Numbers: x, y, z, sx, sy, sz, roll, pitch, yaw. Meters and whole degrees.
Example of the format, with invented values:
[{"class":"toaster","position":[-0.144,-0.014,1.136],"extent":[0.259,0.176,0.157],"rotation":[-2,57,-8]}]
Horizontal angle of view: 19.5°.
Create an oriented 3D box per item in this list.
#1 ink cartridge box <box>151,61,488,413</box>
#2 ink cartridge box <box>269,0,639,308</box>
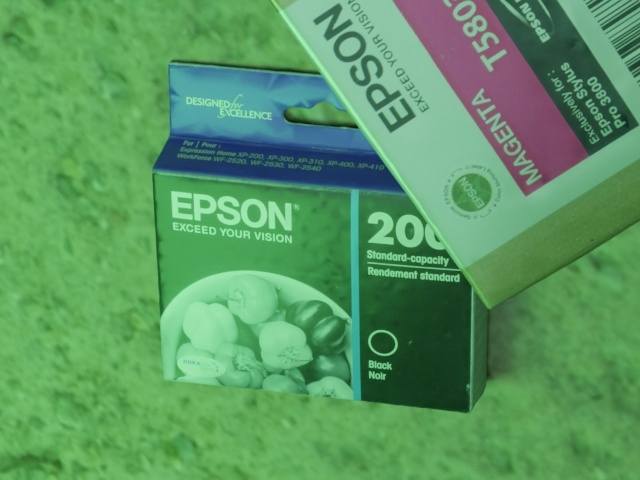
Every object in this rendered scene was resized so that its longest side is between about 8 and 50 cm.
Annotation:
[{"class":"ink cartridge box","position":[0.000,0.000,1.149],"extent":[0.206,0.045,0.208],"rotation":[5,115,14]},{"class":"ink cartridge box","position":[0.106,-0.111,1.013],"extent":[0.193,0.088,0.234],"rotation":[-34,104,12]}]
